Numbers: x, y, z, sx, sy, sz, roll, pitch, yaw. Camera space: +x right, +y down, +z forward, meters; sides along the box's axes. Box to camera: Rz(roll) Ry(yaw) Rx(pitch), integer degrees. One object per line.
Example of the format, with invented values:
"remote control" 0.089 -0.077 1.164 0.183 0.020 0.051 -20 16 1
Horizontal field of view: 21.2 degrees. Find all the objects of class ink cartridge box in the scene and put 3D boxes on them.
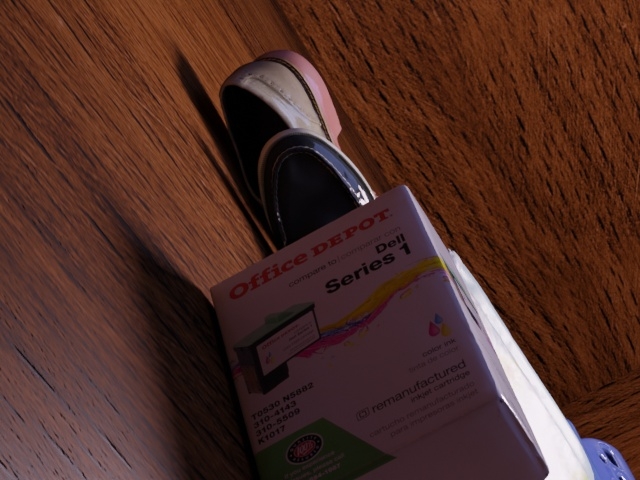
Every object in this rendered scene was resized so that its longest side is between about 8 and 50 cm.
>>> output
"ink cartridge box" 0.039 0.111 1.403 0.117 0.201 0.278 56 9 -39

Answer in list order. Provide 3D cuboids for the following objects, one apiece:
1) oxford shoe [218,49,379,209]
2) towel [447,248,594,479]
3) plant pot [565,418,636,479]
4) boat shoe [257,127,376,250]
"oxford shoe" -0.013 -0.029 2.029 0.397 0.140 0.146 61 31 -1
"towel" 0.145 0.218 1.786 0.374 0.090 0.320 56 34 -10
"plant pot" 0.278 0.366 2.060 0.212 0.236 0.236 43 20 -53
"boat shoe" 0.027 0.037 1.923 0.113 0.127 0.340 -113 -175 -68
